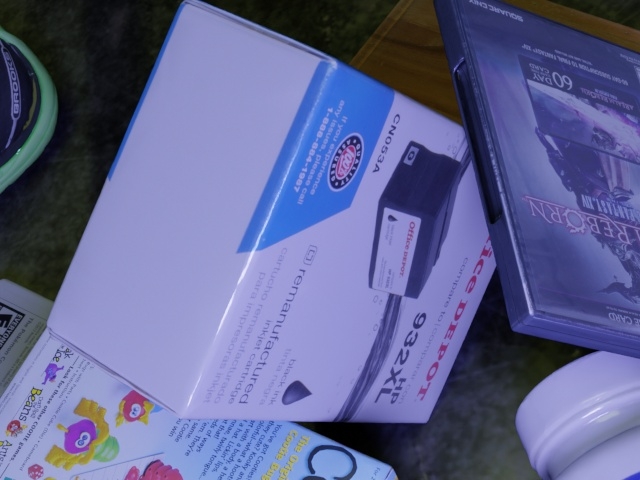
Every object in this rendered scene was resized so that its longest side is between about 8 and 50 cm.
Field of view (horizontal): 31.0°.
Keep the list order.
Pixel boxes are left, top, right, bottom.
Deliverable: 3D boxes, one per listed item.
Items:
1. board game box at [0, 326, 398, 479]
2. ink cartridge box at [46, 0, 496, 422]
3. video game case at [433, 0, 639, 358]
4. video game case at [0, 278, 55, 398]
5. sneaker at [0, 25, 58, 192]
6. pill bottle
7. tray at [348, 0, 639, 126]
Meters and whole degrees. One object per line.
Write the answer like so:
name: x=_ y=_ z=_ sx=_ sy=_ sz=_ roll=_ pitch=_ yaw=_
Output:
board game box: x=-0.090 y=0.187 z=0.807 sx=0.275 sy=0.142 sz=0.144 roll=21 pitch=67 yaw=24
ink cartridge box: x=0.000 y=0.000 z=0.785 sx=0.129 sy=0.307 sz=0.223 roll=26 pitch=96 yaw=32
video game case: x=0.182 y=-0.044 z=0.774 sx=0.026 sy=0.196 sz=0.274 roll=-49 pitch=38 yaw=42
video game case: x=-0.257 y=0.215 z=0.961 sx=0.300 sy=0.036 sz=0.329 roll=20 pitch=68 yaw=32
sneaker: x=-0.465 y=-0.034 z=1.103 sx=0.185 sy=0.202 sz=0.482 roll=23 pitch=70 yaw=33
pill bottle: x=0.223 y=0.201 z=0.693 sx=0.152 sy=0.152 sz=0.272 roll=-26 pitch=53 yaw=6
tray: x=0.201 y=-0.082 z=0.937 sx=0.411 sy=0.076 sz=0.203 roll=28 pitch=72 yaw=35
